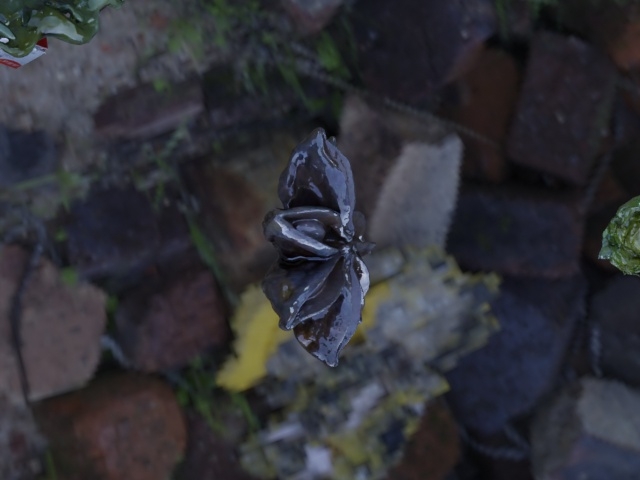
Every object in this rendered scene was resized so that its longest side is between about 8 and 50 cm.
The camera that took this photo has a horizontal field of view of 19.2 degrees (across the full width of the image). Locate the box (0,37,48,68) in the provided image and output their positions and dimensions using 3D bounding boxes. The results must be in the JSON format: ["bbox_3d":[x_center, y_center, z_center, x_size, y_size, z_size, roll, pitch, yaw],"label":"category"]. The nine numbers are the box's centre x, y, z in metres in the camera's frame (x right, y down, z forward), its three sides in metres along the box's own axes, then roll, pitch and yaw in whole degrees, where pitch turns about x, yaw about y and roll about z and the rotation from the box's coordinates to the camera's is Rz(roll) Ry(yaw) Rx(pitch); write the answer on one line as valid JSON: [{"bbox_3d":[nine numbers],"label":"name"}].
[{"bbox_3d":[-0.267,-0.249,1.555,0.039,0.218,0.055,-24,156,32],"label":"box"}]

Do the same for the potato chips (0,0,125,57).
[{"bbox_3d":[-0.307,-0.253,1.200,0.429,0.358,0.070,27,123,6],"label":"potato chips"}]

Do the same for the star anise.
[{"bbox_3d":[-0.003,0.014,1.685,0.073,0.197,0.212,1,132,19],"label":"star anise"}]

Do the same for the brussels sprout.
[{"bbox_3d":[0.293,-0.003,1.678,0.085,0.058,0.085,5,107,16],"label":"brussels sprout"}]
